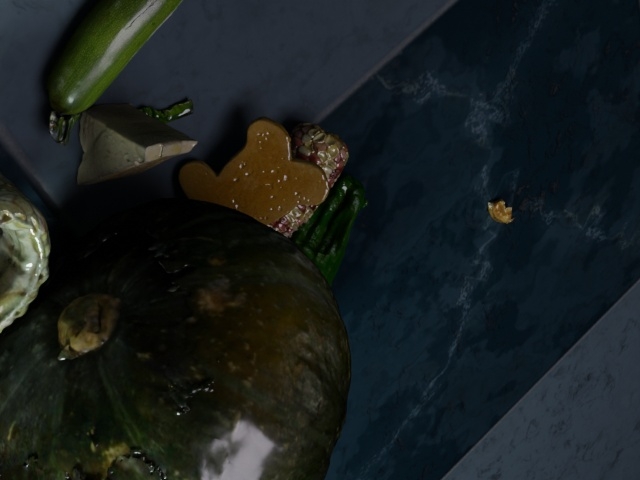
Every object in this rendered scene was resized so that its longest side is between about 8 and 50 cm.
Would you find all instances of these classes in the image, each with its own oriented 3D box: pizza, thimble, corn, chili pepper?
[{"bbox_3d":[0.312,-0.050,2.015,0.083,0.016,0.037,29,97,-47],"label":"pizza"},{"bbox_3d":[-0.389,0.015,1.275,0.137,0.143,0.190,16,106,-50],"label":"thimble"},{"bbox_3d":[-0.068,-0.032,1.588,0.289,0.098,0.098,-56,141,3],"label":"corn"},{"bbox_3d":[0.003,0.003,1.639,0.074,0.100,0.257,94,16,-60],"label":"chili pepper"},{"bbox_3d":[-0.193,-0.157,1.439,0.083,0.022,0.027,-14,160,-38],"label":"chili pepper"}]

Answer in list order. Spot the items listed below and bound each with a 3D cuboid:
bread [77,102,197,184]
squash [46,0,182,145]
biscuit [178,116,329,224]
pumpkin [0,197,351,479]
[{"bbox_3d":[-0.217,-0.092,1.363,0.077,0.152,0.105,-15,122,-36],"label":"bread"},{"bbox_3d":[-0.216,-0.247,1.308,0.318,0.071,0.080,-53,142,-1],"label":"squash"},{"bbox_3d":[-0.114,-0.050,1.522,0.240,0.035,0.158,-35,103,9],"label":"biscuit"},{"bbox_3d":[-0.183,0.165,1.347,0.454,0.454,0.344,-52,137,-1],"label":"pumpkin"}]
